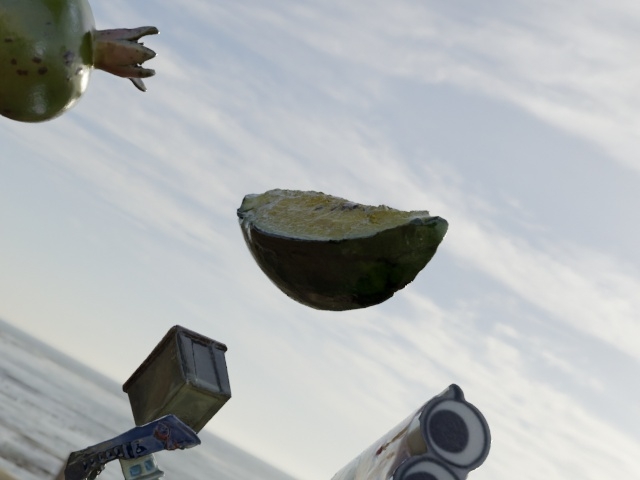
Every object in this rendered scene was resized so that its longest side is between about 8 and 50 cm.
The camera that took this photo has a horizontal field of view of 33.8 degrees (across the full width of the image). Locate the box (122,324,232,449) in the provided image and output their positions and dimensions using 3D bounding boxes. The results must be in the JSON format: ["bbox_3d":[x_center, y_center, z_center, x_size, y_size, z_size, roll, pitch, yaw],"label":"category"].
[{"bbox_3d":[-0.119,0.126,0.886,0.060,0.084,0.063,29,24,-33],"label":"box"}]

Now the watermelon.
[{"bbox_3d":[0.000,0.000,1.173,0.301,0.129,0.123,15,-37,48],"label":"watermelon"}]

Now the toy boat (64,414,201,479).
[{"bbox_3d":[-0.108,0.126,0.603,0.038,0.083,0.038,-22,90,-86],"label":"toy boat"}]

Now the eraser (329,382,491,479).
[{"bbox_3d":[0.068,0.277,1.116,0.087,0.171,0.290,31,-35,-5],"label":"eraser"}]

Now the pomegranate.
[{"bbox_3d":[-0.220,-0.166,0.869,0.129,0.159,0.129,40,-42,49],"label":"pomegranate"}]
